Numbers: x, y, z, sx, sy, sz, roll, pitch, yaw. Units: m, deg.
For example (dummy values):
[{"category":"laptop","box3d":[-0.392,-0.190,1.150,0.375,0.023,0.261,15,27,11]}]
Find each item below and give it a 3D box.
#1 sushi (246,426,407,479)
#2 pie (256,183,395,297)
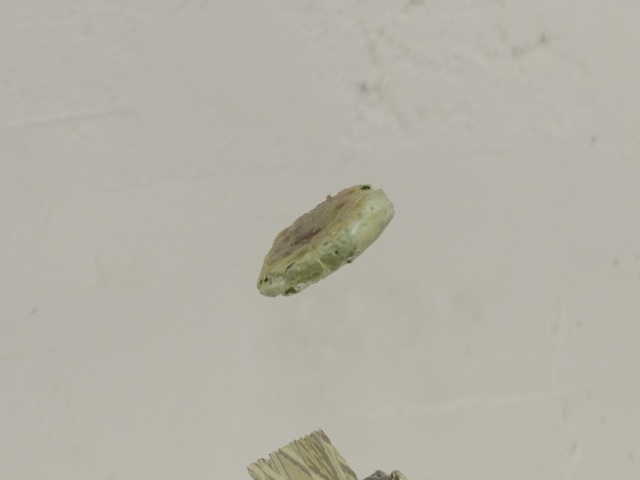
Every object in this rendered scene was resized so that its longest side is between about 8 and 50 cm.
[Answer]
[{"category":"sushi","box3d":[0.030,0.110,0.594,0.026,0.126,0.120,-36,-94,-19]},{"category":"pie","box3d":[0.000,0.000,0.863,0.084,0.084,0.020,-32,-75,19]}]
